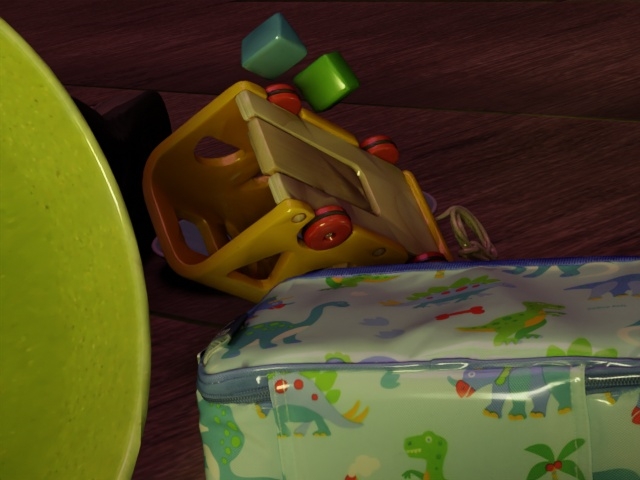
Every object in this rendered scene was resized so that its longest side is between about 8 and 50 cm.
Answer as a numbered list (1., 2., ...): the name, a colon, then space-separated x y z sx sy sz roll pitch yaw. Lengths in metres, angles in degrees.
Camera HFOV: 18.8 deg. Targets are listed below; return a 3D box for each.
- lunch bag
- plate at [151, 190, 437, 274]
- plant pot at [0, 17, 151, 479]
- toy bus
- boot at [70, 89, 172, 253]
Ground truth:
1. lunch bag: 0.063 0.062 0.833 0.219 0.090 0.176 -3 12 17
2. plate: -0.016 -0.002 1.261 0.188 0.024 0.188 -8 13 2
3. plant pot: -0.268 0.052 0.798 0.293 0.275 0.275 -18 5 40
4. toy bus: -0.009 -0.007 1.098 0.104 0.202 0.191 -36 11 23
5. boot: -0.269 -0.026 1.268 0.284 0.138 0.377 -4 11 13
